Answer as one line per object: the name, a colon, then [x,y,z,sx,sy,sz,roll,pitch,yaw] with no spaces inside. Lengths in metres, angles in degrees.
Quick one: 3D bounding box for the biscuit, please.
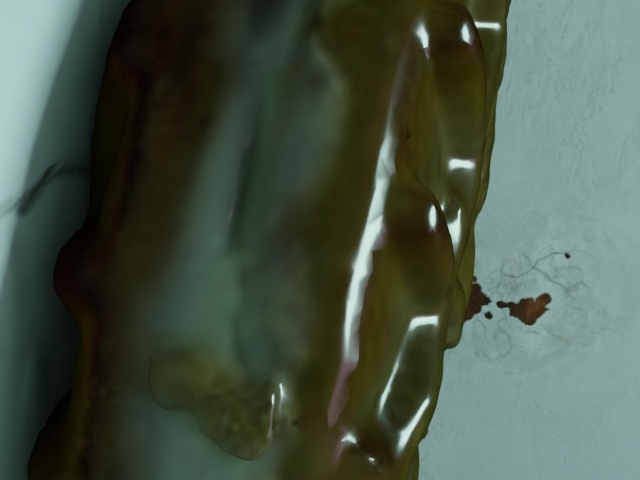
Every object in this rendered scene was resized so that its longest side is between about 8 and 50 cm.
biscuit: [0.000,-0.013,0.488,0.366,0.115,0.268,-66,164,-67]
